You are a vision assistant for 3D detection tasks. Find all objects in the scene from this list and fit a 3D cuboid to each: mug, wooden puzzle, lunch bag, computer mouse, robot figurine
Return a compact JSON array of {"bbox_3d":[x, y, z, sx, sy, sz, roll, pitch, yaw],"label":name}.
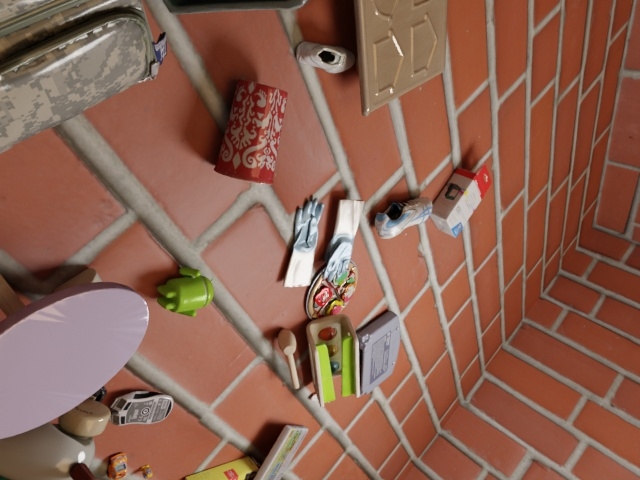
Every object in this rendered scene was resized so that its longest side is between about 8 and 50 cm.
[{"bbox_3d":[-0.127,-0.203,0.876,0.113,0.150,0.169,11,103,-12],"label":"mug"},{"bbox_3d":[0.168,-0.484,1.020,0.347,0.080,0.322,-39,137,-32],"label":"wooden puzzle"},{"bbox_3d":[-0.349,-0.242,0.518,0.305,0.212,0.256,-40,154,-22],"label":"lunch bag"},{"bbox_3d":[-0.398,0.344,0.959,0.193,0.042,0.106,16,97,-45],"label":"computer mouse"},{"bbox_3d":[-0.263,0.105,0.929,0.115,0.067,0.101,-7,110,-45],"label":"robot figurine"}]

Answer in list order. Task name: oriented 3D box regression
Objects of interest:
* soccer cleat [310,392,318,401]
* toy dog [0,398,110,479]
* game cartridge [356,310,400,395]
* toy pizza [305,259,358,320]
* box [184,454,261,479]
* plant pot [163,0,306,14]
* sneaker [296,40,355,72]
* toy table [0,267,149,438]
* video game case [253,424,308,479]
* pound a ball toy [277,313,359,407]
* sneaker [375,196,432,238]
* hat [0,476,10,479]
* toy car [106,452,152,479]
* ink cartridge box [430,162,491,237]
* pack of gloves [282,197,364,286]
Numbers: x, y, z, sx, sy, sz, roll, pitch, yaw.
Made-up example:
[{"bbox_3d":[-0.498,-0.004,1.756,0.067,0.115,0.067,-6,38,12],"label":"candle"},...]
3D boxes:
[{"bbox_3d":[0.001,0.505,1.495,0.083,0.035,0.029,25,95,-52],"label":"soccer cleat"},{"bbox_3d":[-0.490,0.349,0.732,0.333,0.161,0.220,-3,100,-43],"label":"toy dog"},{"bbox_3d":[0.198,0.389,1.622,0.196,0.060,0.294,-24,130,-32],"label":"game cartridge"},{"bbox_3d":[0.041,0.144,1.312,0.201,0.032,0.201,-26,130,-35],"label":"toy pizza"},{"bbox_3d":[-0.273,0.668,1.283,0.232,0.058,0.087,11,106,-50],"label":"box"},{"bbox_3d":[-0.090,-0.481,0.617,0.252,0.247,0.248,-55,145,-33],"label":"plant pot"},{"bbox_3d":[0.023,-0.366,0.947,0.152,0.061,0.054,-14,121,-44],"label":"sneaker"},{"bbox_3d":[-0.418,0.146,0.700,0.274,0.160,0.252,-27,127,-37],"label":"toy table"},{"bbox_3d":[-0.128,0.663,1.407,0.227,0.026,0.206,-57,157,-12],"label":"video game case"},{"bbox_3d":[-0.006,0.333,1.330,0.208,0.136,0.319,-13,129,-9],"label":"pound a ball toy"},{"bbox_3d":[0.248,-0.083,1.355,0.237,0.085,0.086,-30,125,-36],"label":"sneaker"},{"bbox_3d":[-0.576,0.506,0.864,0.208,0.173,0.183,-19,163,-48],"label":"hat"},{"bbox_3d":[-0.414,0.504,1.040,0.122,0.040,0.060,26,94,-51],"label":"toy car"},{"bbox_3d":[0.466,-0.143,1.553,0.231,0.078,0.134,-55,142,-6],"label":"ink cartridge box"},{"bbox_3d":[0.000,0.000,1.185,0.195,0.046,0.232,0,111,-35],"label":"pack of gloves"}]
